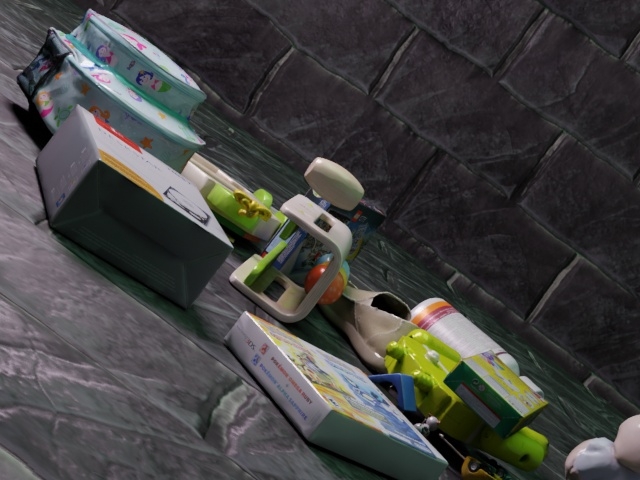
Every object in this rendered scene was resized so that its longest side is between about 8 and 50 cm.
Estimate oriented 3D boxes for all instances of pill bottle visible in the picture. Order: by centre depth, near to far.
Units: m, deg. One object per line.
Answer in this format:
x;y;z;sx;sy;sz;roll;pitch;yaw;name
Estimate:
0.217;0.194;1.940;0.221;0.121;0.121;41;8;29;pill bottle

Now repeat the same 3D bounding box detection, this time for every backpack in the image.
-0.266;-0.172;1.725;0.225;0.191;0.253;34;12;-33;backpack

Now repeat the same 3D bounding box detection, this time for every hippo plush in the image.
0.462;0.395;1.728;0.294;0.234;0.237;17;46;-27;hippo plush

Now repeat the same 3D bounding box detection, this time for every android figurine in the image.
0.186;0.206;1.704;0.273;0.056;0.248;32;12;-38;android figurine

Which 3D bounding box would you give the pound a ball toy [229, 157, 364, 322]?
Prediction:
0.000;0.000;1.769;0.135;0.208;0.319;37;6;0;pound a ball toy

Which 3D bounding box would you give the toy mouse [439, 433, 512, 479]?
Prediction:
0.224;0.303;1.598;0.161;0.031;0.143;37;6;31;toy mouse

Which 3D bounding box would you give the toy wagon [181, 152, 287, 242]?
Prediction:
-0.166;-0.082;2.014;0.267;0.068;0.344;34;5;-26;toy wagon

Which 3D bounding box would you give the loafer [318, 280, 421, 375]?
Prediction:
0.080;0.114;1.899;0.102;0.092;0.268;33;8;-31;loafer

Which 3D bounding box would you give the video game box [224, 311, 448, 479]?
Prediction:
0.017;0.171;1.382;0.205;0.048;0.187;31;6;-43;video game box

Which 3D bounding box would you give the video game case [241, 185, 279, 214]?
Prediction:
-0.112;-0.052;2.338;0.193;0.023;0.212;34;8;-26;video game case

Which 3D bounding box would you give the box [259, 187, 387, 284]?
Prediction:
0.006;-0.005;2.046;0.044;0.159;0.233;39;7;21;box

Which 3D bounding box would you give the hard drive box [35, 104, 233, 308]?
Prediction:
-0.214;-0.041;1.456;0.181;0.089;0.232;35;7;-25;hard drive box

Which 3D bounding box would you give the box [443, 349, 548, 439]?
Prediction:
0.223;0.188;1.629;0.105;0.043;0.179;44;16;16;box

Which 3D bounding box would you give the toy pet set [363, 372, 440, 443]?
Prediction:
0.090;0.185;1.578;0.122;0.065;0.114;40;7;25;toy pet set

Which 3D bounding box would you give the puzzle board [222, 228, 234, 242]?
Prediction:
-0.189;-0.038;1.899;0.096;0.011;0.128;40;6;31;puzzle board
